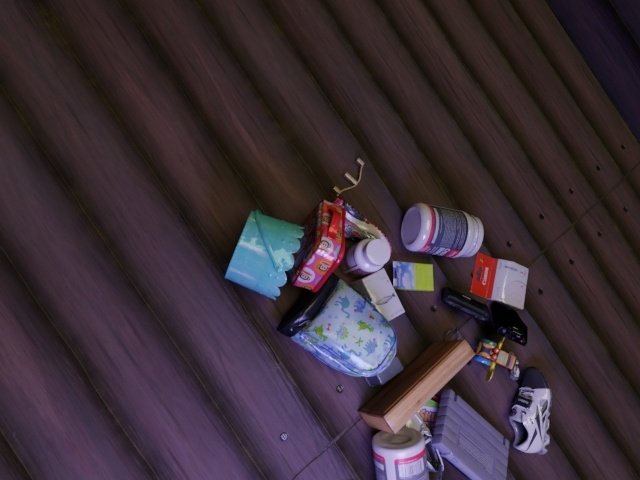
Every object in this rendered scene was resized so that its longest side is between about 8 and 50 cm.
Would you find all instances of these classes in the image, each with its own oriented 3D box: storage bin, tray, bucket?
[{"bbox_3d":[0.224,0.457,1.715,0.135,0.091,0.098,-27,88,-25],"label":"storage bin"},{"bbox_3d":[0.335,0.499,1.685,0.411,0.203,0.076,-35,90,-24],"label":"tray"},{"bbox_3d":[-0.186,0.042,1.568,0.183,0.281,0.280,22,70,-9],"label":"bucket"}]

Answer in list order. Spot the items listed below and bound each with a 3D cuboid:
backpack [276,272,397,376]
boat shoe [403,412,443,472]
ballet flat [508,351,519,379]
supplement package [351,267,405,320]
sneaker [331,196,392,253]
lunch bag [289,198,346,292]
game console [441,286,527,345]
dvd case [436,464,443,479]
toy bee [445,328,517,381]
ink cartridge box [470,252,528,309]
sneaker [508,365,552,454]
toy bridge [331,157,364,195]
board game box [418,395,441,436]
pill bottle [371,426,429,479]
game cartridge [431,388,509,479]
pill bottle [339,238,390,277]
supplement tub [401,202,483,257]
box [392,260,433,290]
[{"bbox_3d":[0.087,0.308,1.624,0.355,0.273,0.290,49,62,-13],"label":"backpack"},{"bbox_3d":[0.355,0.687,1.676,0.095,0.084,0.258,-31,88,-23],"label":"boat shoe"},{"bbox_3d":[0.788,0.509,1.944,0.041,0.041,0.114,4,76,-20],"label":"ballet flat"},{"bbox_3d":[0.210,0.208,1.761,0.105,0.105,0.179,-25,87,-25],"label":"supplement package"},{"bbox_3d":[0.145,-0.037,1.804,0.299,0.121,0.112,38,96,-10],"label":"sneaker"},{"bbox_3d":[0.000,0.000,1.607,0.120,0.258,0.293,23,38,-15],"label":"lunch bag"},{"bbox_3d":[0.645,0.279,1.893,0.362,0.213,0.043,26,113,3],"label":"game console"},{"bbox_3d":[0.380,0.887,1.593,0.018,0.221,0.164,9,30,18],"label":"dvd case"},{"bbox_3d":[0.650,0.444,1.838,0.299,0.162,0.195,3,87,-18],"label":"toy bee"},{"bbox_3d":[0.755,0.168,2.007,0.233,0.066,0.188,23,70,-19],"label":"ink cartridge box"},{"bbox_3d":[0.810,0.658,1.871,0.147,0.122,0.330,11,73,-20],"label":"sneaker"},{"bbox_3d":[0.117,-0.239,1.877,0.063,0.026,0.188,42,67,-8],"label":"toy bridge"},{"bbox_3d":[0.378,0.689,1.750,0.124,0.039,0.259,28,66,-12],"label":"board game box"},{"bbox_3d":[0.274,0.805,1.589,0.177,0.176,0.318,-9,94,-22],"label":"pill bottle"},{"bbox_3d":[0.547,0.736,1.733,0.355,0.068,0.230,43,49,-14],"label":"game cartridge"},{"bbox_3d":[0.160,0.061,1.716,0.121,0.216,0.121,5,76,-20],"label":"pill bottle"},{"bbox_3d":[0.472,-0.035,1.872,0.273,0.191,0.190,9,74,-18],"label":"supplement tub"},{"bbox_3d":[0.353,0.140,1.866,0.179,0.042,0.108,6,75,-19],"label":"box"}]
